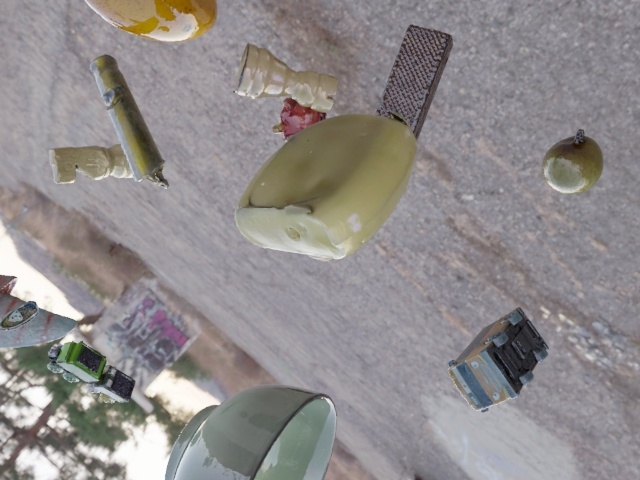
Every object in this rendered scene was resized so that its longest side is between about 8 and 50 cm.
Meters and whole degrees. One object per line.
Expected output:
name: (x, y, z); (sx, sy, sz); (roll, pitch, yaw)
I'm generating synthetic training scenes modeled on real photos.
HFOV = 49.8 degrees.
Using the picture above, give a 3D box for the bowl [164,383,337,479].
bowl: (-0.135, 0.390, 1.153); (0.185, 0.353, 0.354); (19, 157, 23)

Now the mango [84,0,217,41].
mango: (-0.305, -0.445, 1.174); (0.290, 0.191, 0.159); (36, -149, -35)

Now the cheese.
cheese: (0.027, -0.101, 1.088); (0.260, 0.315, 0.128); (10, 139, 35)

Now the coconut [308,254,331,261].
coconut: (0.000, 0.000, 2.016); (0.116, 0.116, 0.122); (38, -177, 15)

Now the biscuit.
biscuit: (0.196, -0.311, 1.628); (0.107, 0.388, 0.073); (21, -179, 18)

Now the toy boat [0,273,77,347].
toy boat: (-0.810, 0.213, 1.866); (0.282, 0.206, 0.096); (22, 159, -6)

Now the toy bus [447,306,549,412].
toy bus: (0.275, 0.185, 1.075); (0.103, 0.182, 0.091); (-37, 84, 35)

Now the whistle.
whistle: (-0.351, -0.219, 1.269); (0.068, 0.057, 0.326); (26, -151, -56)

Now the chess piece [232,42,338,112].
chess piece: (-0.042, -0.196, 0.860); (0.122, 0.066, 0.066); (15, 172, -15)

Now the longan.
longan: (0.626, -0.197, 1.710); (0.145, 0.154, 0.176); (4, 129, 13)

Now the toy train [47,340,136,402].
toy train: (-0.444, 0.261, 1.357); (0.081, 0.060, 0.202); (-10, 141, 28)

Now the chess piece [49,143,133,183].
chess piece: (-0.541, -0.185, 1.636); (0.090, 0.200, 0.090); (11, 106, 44)

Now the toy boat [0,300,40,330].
toy boat: (-0.565, 0.143, 1.287); (0.038, 0.083, 0.038); (41, 152, 28)

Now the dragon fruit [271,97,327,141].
dragon fruit: (-0.027, -0.247, 1.430); (0.068, 0.112, 0.126); (12, 176, 44)
